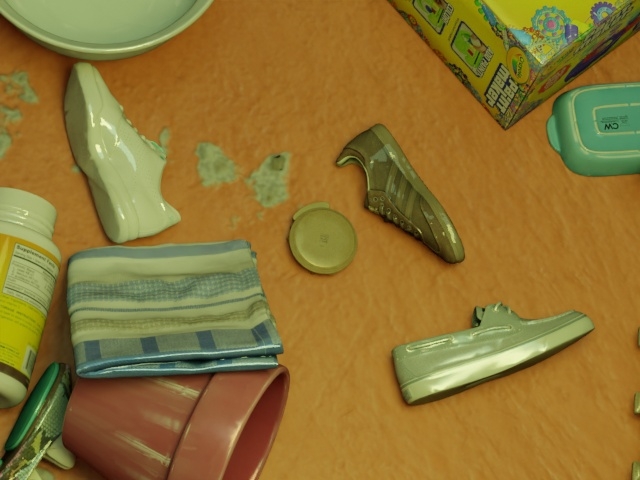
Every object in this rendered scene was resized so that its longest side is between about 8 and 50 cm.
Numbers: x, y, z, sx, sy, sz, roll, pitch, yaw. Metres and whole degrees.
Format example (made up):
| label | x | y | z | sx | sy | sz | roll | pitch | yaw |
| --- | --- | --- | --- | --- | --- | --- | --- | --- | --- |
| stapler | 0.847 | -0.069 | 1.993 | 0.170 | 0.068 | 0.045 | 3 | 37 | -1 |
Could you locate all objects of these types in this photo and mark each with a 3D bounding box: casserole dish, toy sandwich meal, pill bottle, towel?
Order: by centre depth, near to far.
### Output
| label | x | y | z | sx | sy | sz | roll | pitch | yaw |
| --- | --- | --- | --- | --- | --- | --- | --- | --- | --- |
| towel | -0.153 | 0.064 | 1.751 | 0.209 | 0.285 | 0.034 | -3 | 112 | -8 |
| pill bottle | -0.339 | 0.058 | 1.783 | 0.117 | 0.117 | 0.215 | 13 | 67 | -3 |
| toy sandwich meal | 0.000 | 0.000 | 1.904 | 0.085 | 0.029 | 0.085 | 3 | 72 | -11 |
| casserole dish | 0.359 | -0.136 | 2.004 | 0.188 | 0.037 | 0.114 | -4 | 69 | -9 |

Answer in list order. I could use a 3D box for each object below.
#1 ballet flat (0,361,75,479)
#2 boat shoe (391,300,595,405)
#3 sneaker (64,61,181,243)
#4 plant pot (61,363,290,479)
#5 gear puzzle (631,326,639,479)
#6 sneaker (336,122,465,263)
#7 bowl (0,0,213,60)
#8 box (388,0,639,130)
| label | x | y | z | sx | sy | sz | roll | pitch | yaw |
| --- | --- | --- | --- | --- | --- | --- | --- | --- | --- |
| ballet flat | -0.301 | 0.233 | 1.752 | 0.079 | 0.077 | 0.221 | 36 | 72 | -13 |
| boat shoe | 0.185 | 0.107 | 1.861 | 0.227 | 0.079 | 0.081 | -19 | 77 | -11 |
| sneaker | -0.217 | -0.101 | 1.895 | 0.094 | 0.080 | 0.212 | -13 | 76 | -27 |
| plant pot | -0.151 | 0.185 | 1.723 | 0.180 | 0.201 | 0.201 | 22 | 67 | 10 |
| gear puzzle | 0.431 | 0.154 | 1.903 | 0.175 | 0.044 | 0.339 | 9 | 65 | -3 |
| sneaker | 0.090 | -0.040 | 1.923 | 0.071 | 0.066 | 0.188 | -33 | 71 | -1 |
| bowl | -0.250 | -0.315 | 1.932 | 0.298 | 0.134 | 0.298 | 3 | 69 | -7 |
| box | 0.247 | -0.339 | 1.990 | 0.290 | 0.177 | 0.279 | -36 | 78 | -20 |
